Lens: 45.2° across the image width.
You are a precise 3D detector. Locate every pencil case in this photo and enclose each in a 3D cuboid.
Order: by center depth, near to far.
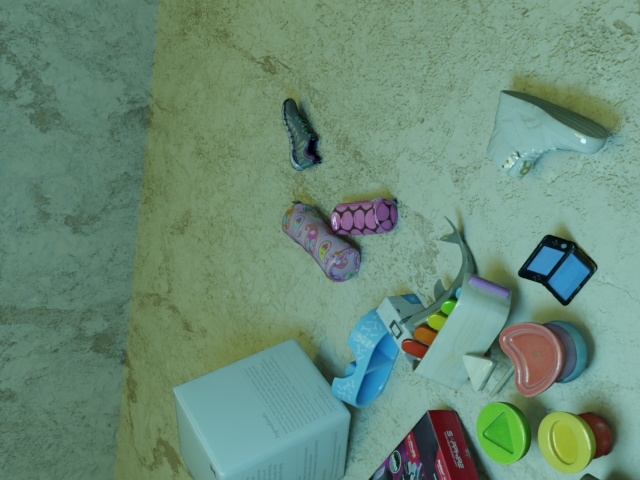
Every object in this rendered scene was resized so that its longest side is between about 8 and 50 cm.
[{"bbox_3d":[0.113,-0.066,2.085,0.209,0.095,0.098,-6,123,51],"label":"pencil case"},{"bbox_3d":[0.000,0.000,2.220,0.284,0.124,0.124,46,127,41],"label":"pencil case"}]

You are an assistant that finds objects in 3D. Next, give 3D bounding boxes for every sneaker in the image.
[{"bbox_3d":[0.465,-0.195,1.611,0.292,0.108,0.169,45,129,53],"label":"sneaker"},{"bbox_3d":[-0.048,-0.325,2.306,0.098,0.083,0.223,-13,87,32],"label":"sneaker"}]

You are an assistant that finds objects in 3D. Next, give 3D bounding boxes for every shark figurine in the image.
[{"bbox_3d":[0.313,0.097,1.801,0.166,0.116,0.278,18,82,23],"label":"shark figurine"}]

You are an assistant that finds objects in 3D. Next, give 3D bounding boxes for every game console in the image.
[{"bbox_3d":[0.494,0.063,1.614,0.071,0.107,0.122,-94,26,-52],"label":"game console"}]

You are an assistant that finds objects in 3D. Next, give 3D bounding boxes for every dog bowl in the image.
[{"bbox_3d":[0.131,0.318,2.043,0.074,0.166,0.297,34,120,33],"label":"dog bowl"}]

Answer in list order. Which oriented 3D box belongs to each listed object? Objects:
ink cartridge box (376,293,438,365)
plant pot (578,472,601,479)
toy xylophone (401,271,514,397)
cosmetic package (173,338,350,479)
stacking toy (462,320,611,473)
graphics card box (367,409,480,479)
[{"bbox_3d":[0.233,0.223,1.940,0.180,0.104,0.060,58,133,31],"label":"ink cartridge box"},{"bbox_3d":[0.587,0.609,1.425,0.274,0.257,0.256,18,108,33],"label":"plant pot"},{"bbox_3d":[0.341,0.236,1.759,0.322,0.236,0.081,-56,8,34],"label":"toy xylophone"},{"bbox_3d":[-0.168,0.552,2.190,0.327,0.394,0.329,49,148,38],"label":"cosmetic package"},{"bbox_3d":[0.462,0.330,1.627,0.280,0.131,0.308,-27,69,49],"label":"stacking toy"},{"bbox_3d":[0.246,0.621,1.918,0.232,0.094,0.370,-105,34,-43],"label":"graphics card box"}]
